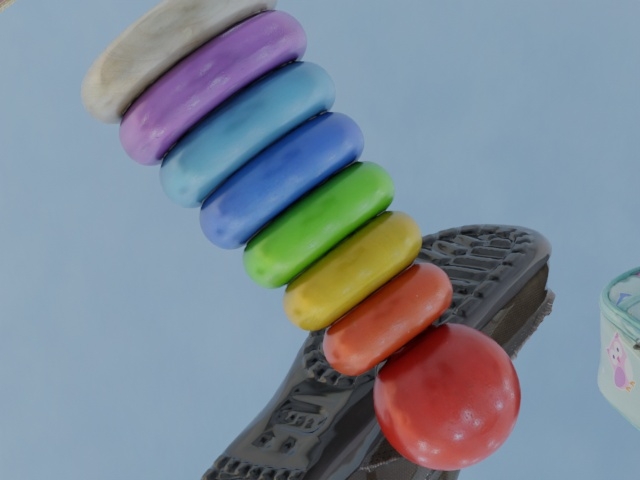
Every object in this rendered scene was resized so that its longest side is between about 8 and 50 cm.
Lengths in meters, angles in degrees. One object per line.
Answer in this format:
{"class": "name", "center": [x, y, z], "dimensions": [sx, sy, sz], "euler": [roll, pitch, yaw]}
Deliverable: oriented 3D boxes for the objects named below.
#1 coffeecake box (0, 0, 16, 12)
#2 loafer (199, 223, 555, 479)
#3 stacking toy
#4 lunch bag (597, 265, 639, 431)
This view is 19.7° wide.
{"class": "coffeecake box", "center": [-0.198, -0.133, 0.638], "dimensions": [0.142, 0.068, 0.185], "euler": [-40, -110, -21]}
{"class": "loafer", "center": [0.039, 0.134, 1.281], "dimensions": [0.366, 0.130, 0.134], "euler": [-46, -147, -19]}
{"class": "stacking toy", "center": [0.000, 0.000, 1.118], "dimensions": [0.141, 0.141, 0.330], "euler": [-35, -93, -15]}
{"class": "lunch bag", "center": [0.354, 0.074, 1.395], "dimensions": [0.279, 0.108, 0.224], "euler": [-16, -145, -21]}
